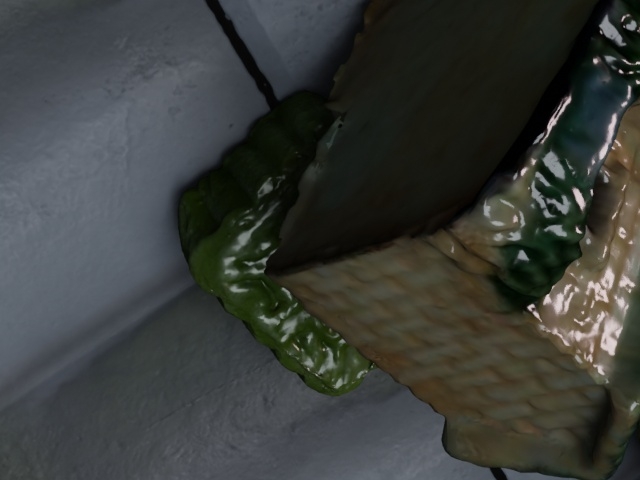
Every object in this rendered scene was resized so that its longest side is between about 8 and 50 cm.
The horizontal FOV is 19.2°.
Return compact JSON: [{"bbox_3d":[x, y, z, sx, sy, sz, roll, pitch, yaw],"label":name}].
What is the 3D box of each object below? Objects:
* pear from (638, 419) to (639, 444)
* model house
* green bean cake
[{"bbox_3d":[0.530,0.205,1.928,0.391,0.391,0.391,-6,111,-17],"label":"pear"},{"bbox_3d":[0.245,-0.044,1.628,0.400,0.395,0.445,43,54,-25],"label":"model house"},{"bbox_3d":[0.000,0.000,1.795,0.222,0.125,0.248,-47,116,2],"label":"green bean cake"}]
